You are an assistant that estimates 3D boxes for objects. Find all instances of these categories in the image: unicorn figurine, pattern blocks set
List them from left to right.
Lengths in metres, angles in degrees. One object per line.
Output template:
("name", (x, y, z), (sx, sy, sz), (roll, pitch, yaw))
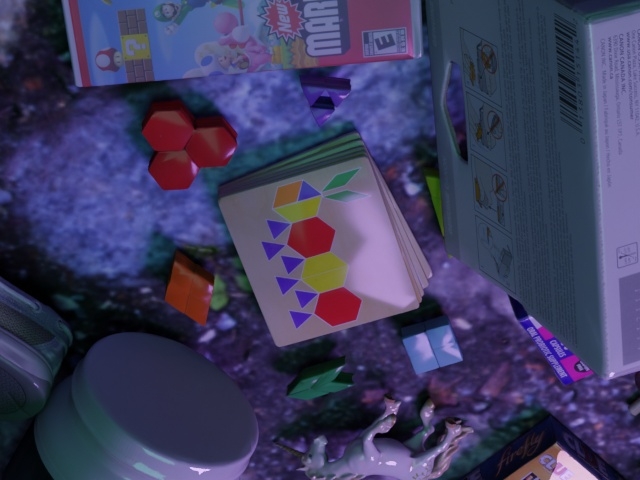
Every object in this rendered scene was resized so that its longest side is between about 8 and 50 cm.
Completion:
("pattern blocks set", (0.000, 0.000, 1.720), (0.285, 0.026, 0.324), (-9, 124, 3))
("unicorn figurine", (0.055, 0.191, 1.832), (0.162, 0.060, 0.111), (21, 120, -16))

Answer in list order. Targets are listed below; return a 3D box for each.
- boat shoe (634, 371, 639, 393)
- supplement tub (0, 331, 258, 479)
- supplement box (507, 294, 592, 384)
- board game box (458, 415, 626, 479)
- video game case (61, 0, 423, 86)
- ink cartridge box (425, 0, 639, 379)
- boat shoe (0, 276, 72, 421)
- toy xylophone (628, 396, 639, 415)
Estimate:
("boat shoe", (0.429, 0.178, 1.704), (0.355, 0.132, 0.130), (32, 111, -28))
("supplement tub", (-0.190, 0.235, 1.770), (0.191, 0.191, 0.272), (23, 120, -17))
("supplement box", (0.271, 0.013, 1.683), (0.220, 0.114, 0.111), (-27, 136, 13))
("board game box", (0.239, 0.291, 1.921), (0.165, 0.042, 0.243), (-38, 118, 21))
("video game case", (-0.065, -0.224, 1.567), (0.285, 0.025, 0.204), (-5, 124, 0))
("ink cartridge box", (0.172, -0.078, 1.539), (0.066, 0.261, 0.296), (-16, 118, -18))
("boat shoe", (-0.351, 0.026, 1.684), (0.320, 0.103, 0.118), (37, 134, -15))
("toy xylophone", (0.427, 0.177, 1.832), (0.236, 0.081, 0.322), (30, 117, -21))
